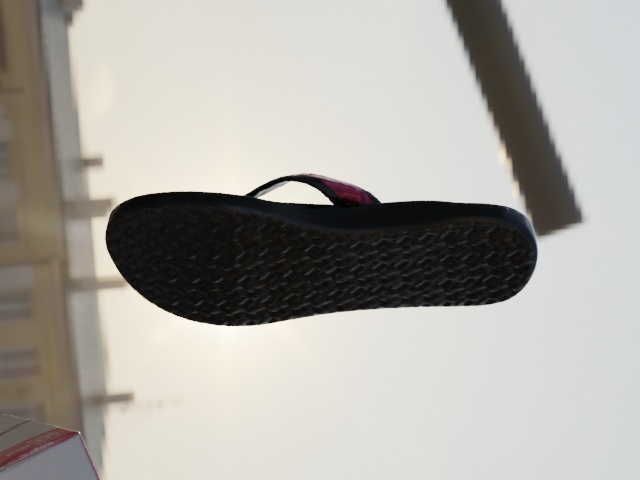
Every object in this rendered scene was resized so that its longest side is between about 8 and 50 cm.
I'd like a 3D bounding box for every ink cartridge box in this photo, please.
[{"bbox_3d":[-0.237,0.234,1.390,0.218,0.092,0.159,-5,-71,63],"label":"ink cartridge box"}]

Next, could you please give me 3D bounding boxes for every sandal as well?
[{"bbox_3d":[0.000,0.000,0.709,0.040,0.179,0.067,-99,-167,-45],"label":"sandal"}]
